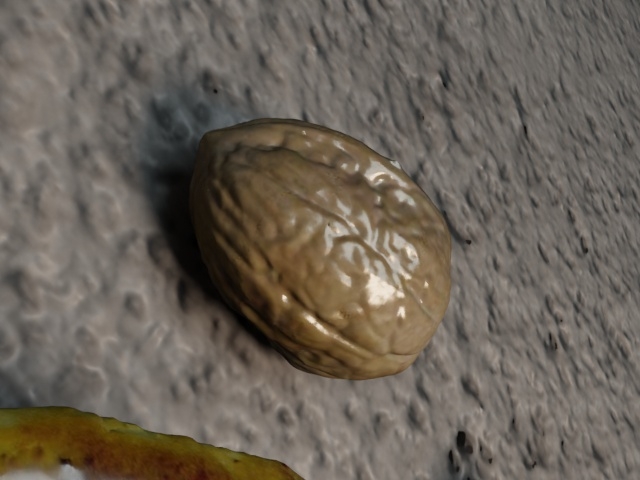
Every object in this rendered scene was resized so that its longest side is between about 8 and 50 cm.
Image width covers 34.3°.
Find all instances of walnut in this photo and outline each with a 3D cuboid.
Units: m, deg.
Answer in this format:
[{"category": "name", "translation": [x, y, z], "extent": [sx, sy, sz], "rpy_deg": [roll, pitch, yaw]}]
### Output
[{"category": "walnut", "translation": [-0.001, 0.001, 0.768], "extent": [0.230, 0.178, 0.178], "rpy_deg": [43, 44, -13]}]

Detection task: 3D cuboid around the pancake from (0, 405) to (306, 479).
[{"category": "pancake", "translation": [-0.049, 0.239, 0.463], "extent": [0.305, 0.067, 0.427], "rpy_deg": [-40, 100, -39]}]
